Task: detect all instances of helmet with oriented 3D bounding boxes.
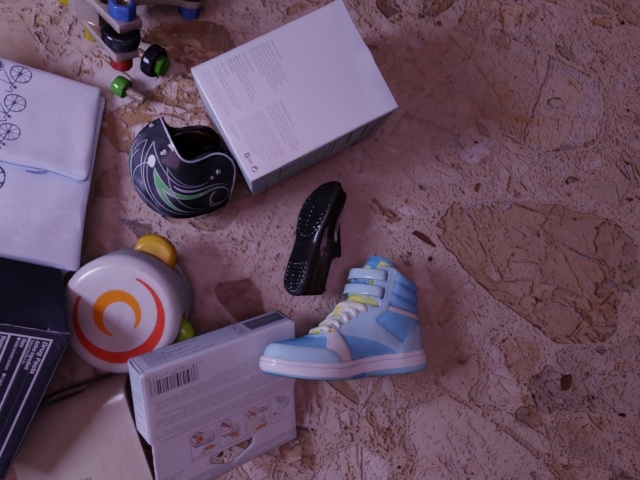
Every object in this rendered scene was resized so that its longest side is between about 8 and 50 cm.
[{"bbox_3d":[-0.237,-0.120,0.970,0.162,0.169,0.169,-1,87,-26],"label":"helmet"}]

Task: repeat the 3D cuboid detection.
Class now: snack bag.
[{"bbox_3d":[-0.518,-0.133,0.899,0.323,0.037,0.342,14,69,-33],"label":"snack bag"}]

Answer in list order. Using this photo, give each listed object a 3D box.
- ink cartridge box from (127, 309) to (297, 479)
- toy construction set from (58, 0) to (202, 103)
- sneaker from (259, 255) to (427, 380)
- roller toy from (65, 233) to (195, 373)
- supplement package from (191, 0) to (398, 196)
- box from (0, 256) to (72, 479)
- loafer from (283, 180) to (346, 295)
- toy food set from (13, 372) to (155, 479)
[{"bbox_3d":[-0.163,0.267,0.958,0.275,0.060,0.238,-15,114,-36],"label":"ink cartridge box"},{"bbox_3d":[-0.343,-0.430,0.920,0.237,0.309,0.257,31,76,1],"label":"toy construction set"},{"bbox_3d":[0.040,0.129,0.989,0.319,0.127,0.208,4,82,-34],"label":"sneaker"},{"bbox_3d":[-0.315,0.108,0.961,0.191,0.146,0.209,-16,97,1],"label":"roller toy"},{"bbox_3d":[-0.046,-0.228,0.981,0.263,0.198,0.199,-28,90,-7],"label":"supplement package"},{"bbox_3d":[-0.556,0.171,0.817,0.294,0.182,0.296,19,111,-36],"label":"box"},{"bbox_3d":[0.000,0.000,1.047,0.078,0.080,0.219,24,83,-38],"label":"loafer"},{"bbox_3d":[-0.376,0.394,0.982,0.220,0.092,0.305,-20,88,5],"label":"toy food set"}]
